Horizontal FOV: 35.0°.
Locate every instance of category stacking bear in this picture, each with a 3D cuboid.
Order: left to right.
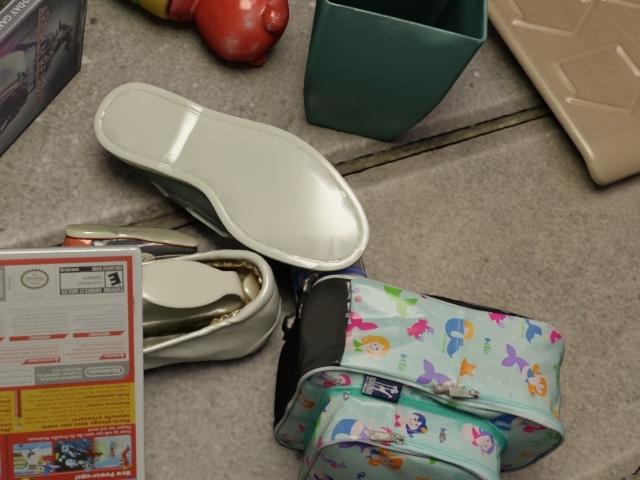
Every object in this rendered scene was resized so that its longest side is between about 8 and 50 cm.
[{"bbox_3d":[-0.155,-0.325,1.169,0.289,0.175,0.164,42,57,2],"label":"stacking bear"}]

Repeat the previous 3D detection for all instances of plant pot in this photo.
[{"bbox_3d":[0.067,-0.225,1.119,0.166,0.234,0.165,12,59,-8],"label":"plant pot"}]

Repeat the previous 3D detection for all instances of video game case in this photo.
[{"bbox_3d":[-0.316,-0.146,0.993,0.026,0.196,0.274,32,58,2],"label":"video game case"},{"bbox_3d":[-0.252,0.148,0.853,0.204,0.025,0.285,-1,96,-16],"label":"video game case"}]

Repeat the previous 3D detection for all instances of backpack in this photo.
[{"bbox_3d":[0.094,0.147,0.921,0.254,0.225,0.191,7,61,-9],"label":"backpack"}]

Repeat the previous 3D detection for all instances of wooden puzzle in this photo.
[{"bbox_3d":[0.381,-0.253,1.319,0.322,0.080,0.347,-20,73,-24],"label":"wooden puzzle"}]

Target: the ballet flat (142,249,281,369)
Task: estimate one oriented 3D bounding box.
[{"bbox_3d":[-0.224,0.071,0.935,0.400,0.139,0.139,-9,64,-20],"label":"ballet flat"}]

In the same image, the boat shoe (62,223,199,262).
[{"bbox_3d":[-0.192,0.010,1.030,0.137,0.049,0.043,3,103,-17],"label":"boat shoe"}]

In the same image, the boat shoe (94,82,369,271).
[{"bbox_3d":[-0.082,-0.060,1.030,0.319,0.099,0.116,28,82,18],"label":"boat shoe"}]

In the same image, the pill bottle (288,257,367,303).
[{"bbox_3d":[0.000,0.000,1.065,0.078,0.078,0.137,-4,62,-17],"label":"pill bottle"}]
